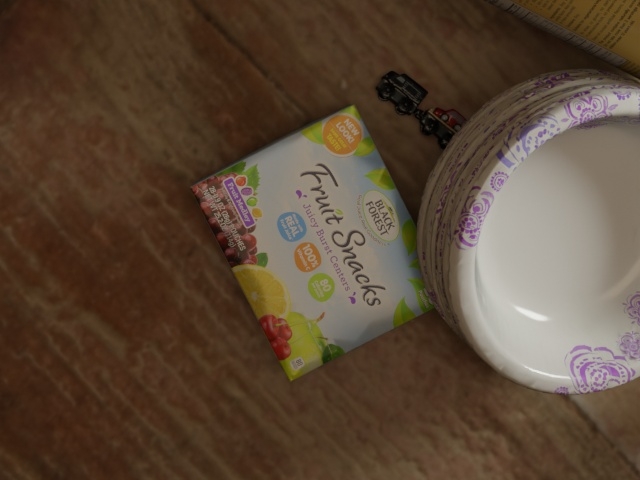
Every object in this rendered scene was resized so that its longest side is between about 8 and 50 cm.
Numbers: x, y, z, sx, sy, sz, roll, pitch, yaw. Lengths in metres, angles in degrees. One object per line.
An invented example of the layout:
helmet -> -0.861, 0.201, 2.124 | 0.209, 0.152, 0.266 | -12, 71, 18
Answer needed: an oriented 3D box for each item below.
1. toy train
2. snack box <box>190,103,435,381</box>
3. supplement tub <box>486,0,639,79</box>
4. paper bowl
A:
toy train -> 0.122, -0.108, 1.403 | 0.158, 0.027, 0.036 | 38, 81, -4
snack box -> 0.000, 0.000, 1.384 | 0.174, 0.070, 0.207 | -26, 96, -1
supplement tub -> 0.255, -0.289, 1.286 | 0.331, 0.241, 0.241 | 27, 93, -4
paper bowl -> 0.223, -0.015, 1.327 | 0.284, 0.148, 0.284 | -6, 111, -17
